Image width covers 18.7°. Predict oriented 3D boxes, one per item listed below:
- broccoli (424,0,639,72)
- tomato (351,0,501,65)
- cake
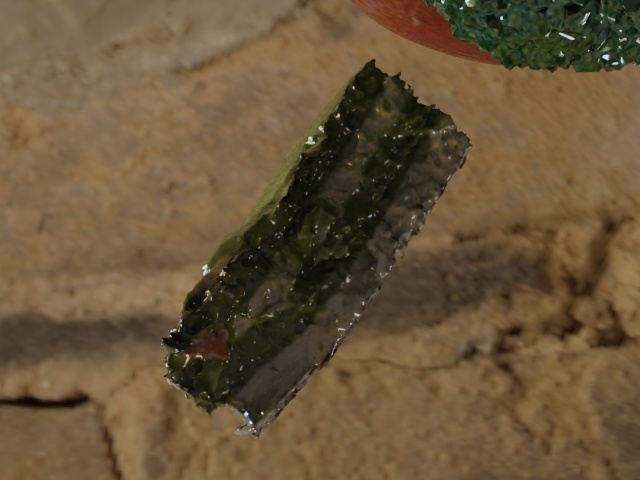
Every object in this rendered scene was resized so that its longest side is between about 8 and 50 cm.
[{"bbox_3d":[0.102,-0.183,0.629,0.270,0.270,0.270,-31,-111,-19],"label":"broccoli"},{"bbox_3d":[0.079,-0.145,0.816,0.199,0.228,0.112,-57,-159,34],"label":"tomato"},{"bbox_3d":[0.000,0.000,0.619,0.051,0.140,0.055,37,-45,-4],"label":"cake"}]
